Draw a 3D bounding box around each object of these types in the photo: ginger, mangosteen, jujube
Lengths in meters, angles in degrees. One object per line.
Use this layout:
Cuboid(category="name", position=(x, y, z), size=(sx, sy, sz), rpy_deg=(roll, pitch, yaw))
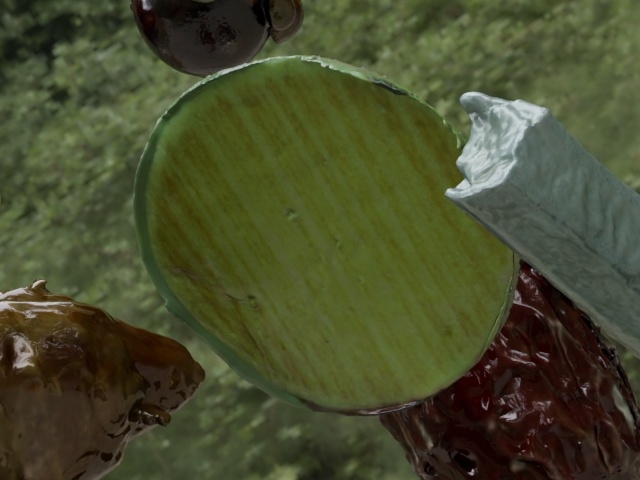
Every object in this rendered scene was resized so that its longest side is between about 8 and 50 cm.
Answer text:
Cuboid(category="ginger", position=(-0.269, 0.126, 1.050), size=(0.357, 0.153, 0.274), rpy_deg=(-13, 4, 13))
Cuboid(category="mangosteen", position=(-0.129, -0.294, 1.718), size=(0.210, 0.210, 0.210), rpy_deg=(-33, -3, -2))
Cuboid(category="jujube", position=(0.181, 0.143, 1.488), size=(0.258, 0.377, 0.258), rpy_deg=(-30, -25, -16))

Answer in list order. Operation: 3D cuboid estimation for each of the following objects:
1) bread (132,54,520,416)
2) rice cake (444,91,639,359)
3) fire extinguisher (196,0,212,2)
Cuboid(category="bread", position=(0.002, -0.004, 1.058), size=(0.301, 0.301, 0.045), rpy_deg=(-35, 11, 33))
Cuboid(category="rice cake", position=(0.153, 0.001, 0.783), size=(0.069, 0.206, 0.063), rpy_deg=(-7, 49, 57))
Cuboid(category="fire extinguisher", position=(-0.140, -0.255, 1.236), size=(0.231, 0.099, 0.071), rpy_deg=(9, -65, -32))
